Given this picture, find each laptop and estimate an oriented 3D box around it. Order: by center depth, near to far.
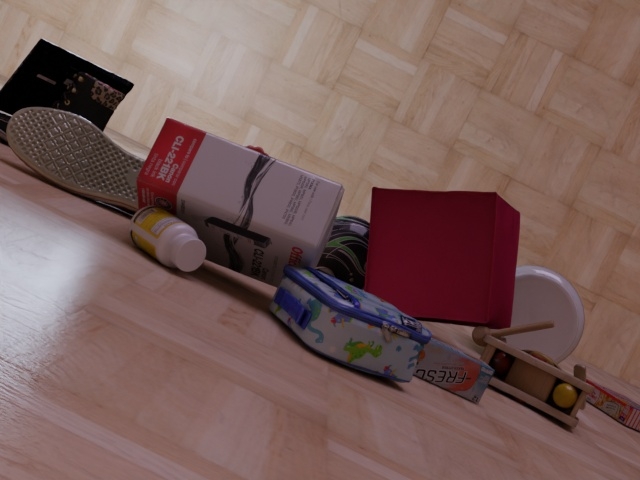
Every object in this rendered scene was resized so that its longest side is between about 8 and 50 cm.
[{"bbox_3d":[-0.545,-0.283,2.026,0.234,0.264,0.136,21,27,-51],"label":"laptop"}]

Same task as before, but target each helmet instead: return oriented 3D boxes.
[{"bbox_3d":[0.052,0.026,2.269,0.161,0.169,0.169,43,3,-2],"label":"helmet"}]

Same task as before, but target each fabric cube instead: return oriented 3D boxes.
[{"bbox_3d":[0.244,0.039,2.084,0.259,0.254,0.258,4,-4,21],"label":"fabric cube"}]

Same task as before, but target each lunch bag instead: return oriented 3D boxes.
[{"bbox_3d":[0.032,0.108,1.407,0.176,0.090,0.219,22,4,-23],"label":"lunch bag"}]

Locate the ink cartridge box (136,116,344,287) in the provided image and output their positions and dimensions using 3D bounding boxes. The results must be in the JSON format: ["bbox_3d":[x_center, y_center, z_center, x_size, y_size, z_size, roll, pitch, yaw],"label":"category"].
[{"bbox_3d":[-0.119,-0.043,1.527,0.273,0.114,0.197,20,-25,2],"label":"ink cartridge box"}]

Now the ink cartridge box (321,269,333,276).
[{"bbox_3d":[0.000,0.000,2.488,0.283,0.117,0.207,27,3,22],"label":"ink cartridge box"}]

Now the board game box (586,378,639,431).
[{"bbox_3d":[0.702,0.391,2.406,0.147,0.045,0.193,25,4,-25],"label":"board game box"}]

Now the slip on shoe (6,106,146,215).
[{"bbox_3d":[-0.365,-0.115,1.730,0.331,0.123,0.101,25,-19,-24],"label":"slip on shoe"}]

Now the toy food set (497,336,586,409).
[{"bbox_3d":[0.404,0.256,1.962,0.192,0.038,0.132,19,-43,36],"label":"toy food set"}]

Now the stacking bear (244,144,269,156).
[{"bbox_3d":[-0.203,-0.084,1.977,0.176,0.164,0.289,2,-2,-12],"label":"stacking bear"}]

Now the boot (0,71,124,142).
[{"bbox_3d":[-0.496,-0.242,1.932,0.236,0.178,0.085,26,8,-32],"label":"boot"}]

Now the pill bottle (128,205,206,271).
[{"bbox_3d":[-0.207,0.000,1.428,0.065,0.065,0.116,23,6,-45],"label":"pill bottle"}]

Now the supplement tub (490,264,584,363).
[{"bbox_3d":[0.489,0.177,2.441,0.241,0.241,0.331,27,4,10],"label":"supplement tub"}]

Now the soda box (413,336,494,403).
[{"bbox_3d":[0.164,0.177,1.560,0.183,0.058,0.063,25,4,-12],"label":"soda box"}]

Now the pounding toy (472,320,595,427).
[{"bbox_3d":[0.366,0.204,1.840,0.270,0.154,0.154,26,0,35],"label":"pounding toy"}]
